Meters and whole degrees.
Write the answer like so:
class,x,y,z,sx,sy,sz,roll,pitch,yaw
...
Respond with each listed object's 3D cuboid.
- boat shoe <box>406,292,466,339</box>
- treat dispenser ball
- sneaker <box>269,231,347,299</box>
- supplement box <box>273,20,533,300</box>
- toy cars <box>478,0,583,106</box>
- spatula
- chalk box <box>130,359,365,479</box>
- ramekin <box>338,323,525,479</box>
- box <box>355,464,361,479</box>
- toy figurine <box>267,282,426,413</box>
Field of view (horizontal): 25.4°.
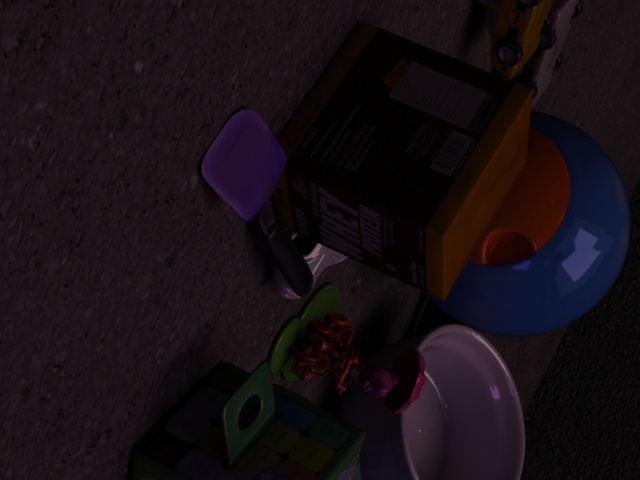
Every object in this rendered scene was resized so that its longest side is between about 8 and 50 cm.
class,x,y,z,sx,sy,sz,roll,pitch,yaw
boat shoe,0.178,0.137,2.139,0.089,0.104,0.285,12,92,-67
treat dispenser ball,0.247,-0.022,1.804,0.288,0.288,0.288,-53,158,-32
sneaker,0.000,0.000,1.531,0.152,0.053,0.061,-47,152,-42
supplement box,0.081,-0.081,1.422,0.191,0.194,0.129,-57,160,-24
toy cars,0.265,-0.288,1.856,0.176,0.087,0.393,-60,165,0
spatula,-0.047,-0.021,1.369,0.084,0.030,0.296,-59,156,-19
chalk box,-0.077,0.259,1.446,0.180,0.179,0.289,-44,153,-48
ramekin,0.150,0.261,1.964,0.277,0.135,0.277,17,67,-45
box,-0.005,0.293,1.814,0.060,0.100,0.244,-58,161,-26
toy figurine,0.044,0.143,1.665,0.173,0.159,0.130,-16,129,-66
